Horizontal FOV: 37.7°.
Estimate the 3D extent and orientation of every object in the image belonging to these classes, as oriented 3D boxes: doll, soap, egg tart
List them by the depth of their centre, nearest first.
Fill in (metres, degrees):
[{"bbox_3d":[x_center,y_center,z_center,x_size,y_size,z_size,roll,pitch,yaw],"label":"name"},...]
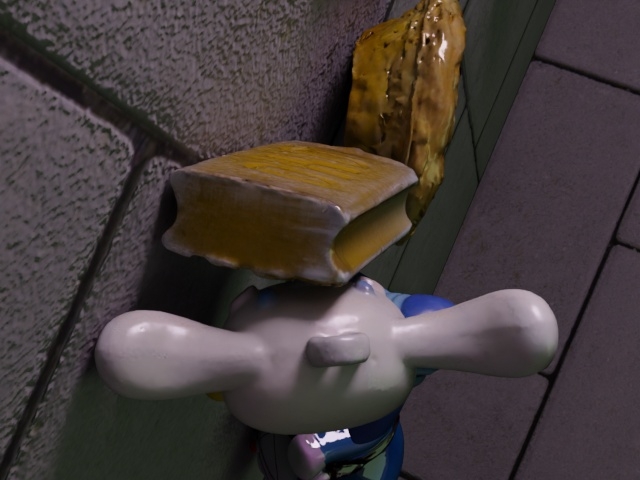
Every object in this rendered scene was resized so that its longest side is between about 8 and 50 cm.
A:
[{"bbox_3d":[-0.018,-0.034,0.907,0.274,0.173,0.089,-33,135,-69],"label":"soap"},{"bbox_3d":[0.004,0.102,0.930,0.365,0.375,0.187,99,6,-81],"label":"doll"},{"bbox_3d":[0.094,-0.154,1.154,0.341,0.128,0.342,8,90,-89],"label":"egg tart"},{"bbox_3d":[0.017,0.297,1.430,0.310,0.240,0.284,104,-14,-53],"label":"doll"}]

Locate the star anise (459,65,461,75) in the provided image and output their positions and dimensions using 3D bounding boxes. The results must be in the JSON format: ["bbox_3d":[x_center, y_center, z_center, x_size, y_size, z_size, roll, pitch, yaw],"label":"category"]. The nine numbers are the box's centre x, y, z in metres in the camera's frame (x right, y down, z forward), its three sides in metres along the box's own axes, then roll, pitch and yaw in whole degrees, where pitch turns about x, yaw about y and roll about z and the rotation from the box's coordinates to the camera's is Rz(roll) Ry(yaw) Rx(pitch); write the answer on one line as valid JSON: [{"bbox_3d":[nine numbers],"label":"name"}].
[{"bbox_3d":[0.172,-0.304,1.437,0.212,0.053,0.157,24,59,-63],"label":"star anise"}]

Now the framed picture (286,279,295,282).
[{"bbox_3d":[0.000,0.000,1.375,0.201,0.010,0.136,-42,152,-63],"label":"framed picture"}]
